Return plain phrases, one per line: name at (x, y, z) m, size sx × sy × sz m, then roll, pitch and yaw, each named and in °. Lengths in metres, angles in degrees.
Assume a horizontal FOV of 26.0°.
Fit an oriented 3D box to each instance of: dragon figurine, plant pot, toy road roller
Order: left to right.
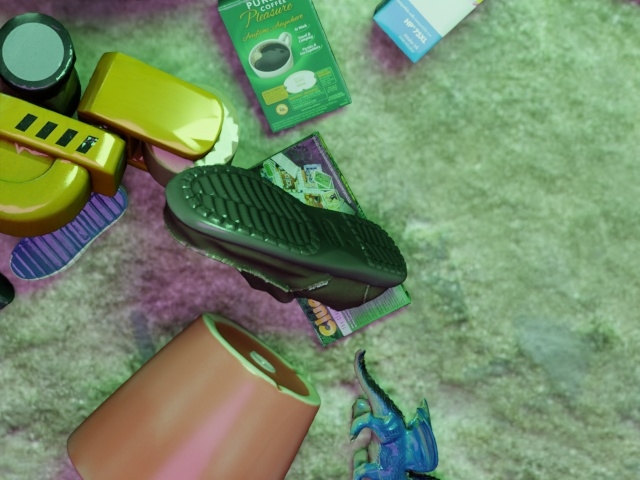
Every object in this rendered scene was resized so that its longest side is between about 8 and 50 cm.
toy road roller at (-0.280, -0.102, 1.679) m, size 0.329 × 0.202 × 0.240 m, roll 21°, pitch 80°, yaw -4°
plant pot at (-0.146, 0.245, 1.792) m, size 0.275 × 0.275 × 0.243 m, roll 37°, pitch 95°, yaw -7°
dragon figurine at (0.113, 0.264, 1.858) m, size 0.144 × 0.085 × 0.289 m, roll -2°, pitch 106°, yaw 4°

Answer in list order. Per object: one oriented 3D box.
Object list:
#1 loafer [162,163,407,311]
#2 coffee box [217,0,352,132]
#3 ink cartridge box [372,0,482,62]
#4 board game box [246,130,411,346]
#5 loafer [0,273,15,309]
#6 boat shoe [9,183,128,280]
loafer at (-0.052, 0.022, 1.679) m, size 0.366 × 0.134 × 0.130 m, roll 21°, pitch 124°, yaw -39°
coffee box at (-0.043, -0.235, 1.728) m, size 0.113 × 0.040 × 0.184 m, roll -21°, pitch 120°, yaw 8°
ink cartridge box at (0.173, -0.324, 1.665) m, size 0.231 × 0.134 × 0.078 m, roll -41°, pitch 99°, yaw 13°
board game box at (0.000, 0.000, 1.821) m, size 0.136 × 0.030 × 0.259 m, roll -27°, pitch 102°, yaw 8°
loafer at (-0.487, 0.037, 1.843) m, size 0.061 × 0.062 × 0.170 m, roll -41°, pitch 98°, yaw 17°
boat shoe at (-0.324, -0.012, 1.814) m, size 0.183 × 0.066 × 0.066 m, roll -33°, pitch 103°, yaw 6°
